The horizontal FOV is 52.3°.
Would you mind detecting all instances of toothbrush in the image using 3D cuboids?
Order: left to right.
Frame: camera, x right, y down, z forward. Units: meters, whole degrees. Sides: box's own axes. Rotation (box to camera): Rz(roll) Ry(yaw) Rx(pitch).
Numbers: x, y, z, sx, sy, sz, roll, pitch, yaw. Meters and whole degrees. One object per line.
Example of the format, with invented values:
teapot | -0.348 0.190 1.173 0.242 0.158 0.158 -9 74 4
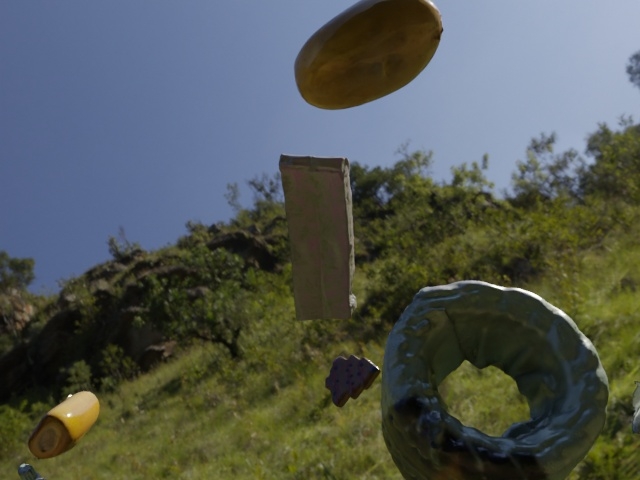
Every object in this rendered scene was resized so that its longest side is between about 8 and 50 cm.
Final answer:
toothbrush | -0.286 0.257 0.671 0.021 0.269 0.027 -43 -77 -30

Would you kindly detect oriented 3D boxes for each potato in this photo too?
potato | 0.068 -0.266 0.915 0.234 0.146 0.150 -38 -33 -14

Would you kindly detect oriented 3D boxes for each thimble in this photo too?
thimble | 0.170 0.158 0.696 0.237 0.237 0.150 -28 -33 -17

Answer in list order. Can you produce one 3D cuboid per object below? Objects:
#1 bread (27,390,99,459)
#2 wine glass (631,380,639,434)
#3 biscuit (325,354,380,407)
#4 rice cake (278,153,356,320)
bread | -0.309 0.226 0.794 0.062 0.049 0.103 -56 1 1
wine glass | 0.497 0.144 0.744 0.238 0.238 0.323 -20 -46 -25
biscuit | 0.066 0.285 1.374 0.130 0.119 0.019 -23 -43 23
rice cake | 0.002 0.001 1.032 0.050 0.106 0.298 -59 -30 -54
